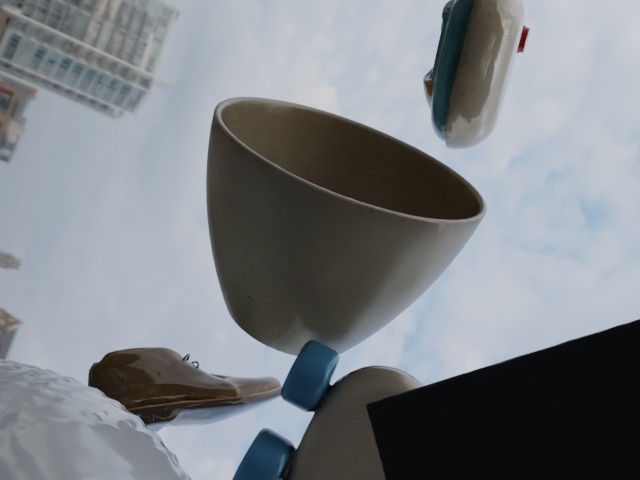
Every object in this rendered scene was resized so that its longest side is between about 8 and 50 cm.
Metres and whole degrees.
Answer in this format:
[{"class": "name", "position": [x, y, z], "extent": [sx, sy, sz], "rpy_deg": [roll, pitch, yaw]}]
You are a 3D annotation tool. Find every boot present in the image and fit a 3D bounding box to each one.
[{"class": "boot", "position": [-0.174, 0.197, 1.000], "extent": [0.112, 0.305, 0.115], "rpy_deg": [-38, -119, 37]}]

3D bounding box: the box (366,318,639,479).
[{"class": "box", "position": [0.173, 0.134, 0.499], "extent": [0.184, 0.261, 0.103], "rpy_deg": [-25, -112, 21]}]

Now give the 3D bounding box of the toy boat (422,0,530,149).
[{"class": "toy boat", "position": [0.233, -0.292, 1.137], "extent": [0.318, 0.148, 0.267], "rpy_deg": [-54, 156, -53]}]

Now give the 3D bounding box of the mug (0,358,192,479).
[{"class": "mug", "position": [-0.260, 0.214, 0.451], "extent": [0.328, 0.374, 0.276], "rpy_deg": [-7, -103, 50]}]

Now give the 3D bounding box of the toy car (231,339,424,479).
[{"class": "toy car", "position": [0.046, 0.242, 0.838], "extent": [0.210, 0.219, 0.238], "rpy_deg": [-62, 174, -5]}]

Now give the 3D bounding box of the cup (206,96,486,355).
[{"class": "cup", "position": [0.000, 0.000, 0.876], "extent": [0.237, 0.331, 0.331], "rpy_deg": [-69, -154, 21]}]
